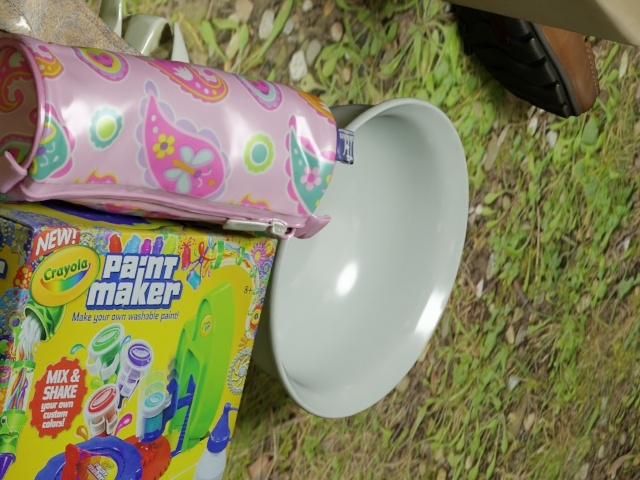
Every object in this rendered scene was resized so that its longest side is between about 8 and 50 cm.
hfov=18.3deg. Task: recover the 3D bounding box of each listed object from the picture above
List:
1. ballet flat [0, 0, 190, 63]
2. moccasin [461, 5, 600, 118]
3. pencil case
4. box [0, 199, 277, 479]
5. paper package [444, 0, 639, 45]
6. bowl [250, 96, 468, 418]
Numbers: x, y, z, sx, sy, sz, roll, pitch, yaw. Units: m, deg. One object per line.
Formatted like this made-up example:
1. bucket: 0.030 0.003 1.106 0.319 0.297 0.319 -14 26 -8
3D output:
1. ballet flat: -0.158 -0.137 1.508 0.316 0.108 0.106 38 64 -57
2. moccasin: 0.206 -0.269 1.972 0.147 0.139 0.380 -48 133 -18
3. pencil case: -0.116 -0.069 1.417 0.284 0.124 0.124 9 98 -41
4. box: -0.210 0.105 1.477 0.290 0.177 0.279 2 103 -57
5. paper package: 0.111 -0.317 1.609 0.309 0.325 0.168 41 71 -55
6. bowl: 0.000 0.000 1.780 0.298 0.134 0.297 -32 131 -45
